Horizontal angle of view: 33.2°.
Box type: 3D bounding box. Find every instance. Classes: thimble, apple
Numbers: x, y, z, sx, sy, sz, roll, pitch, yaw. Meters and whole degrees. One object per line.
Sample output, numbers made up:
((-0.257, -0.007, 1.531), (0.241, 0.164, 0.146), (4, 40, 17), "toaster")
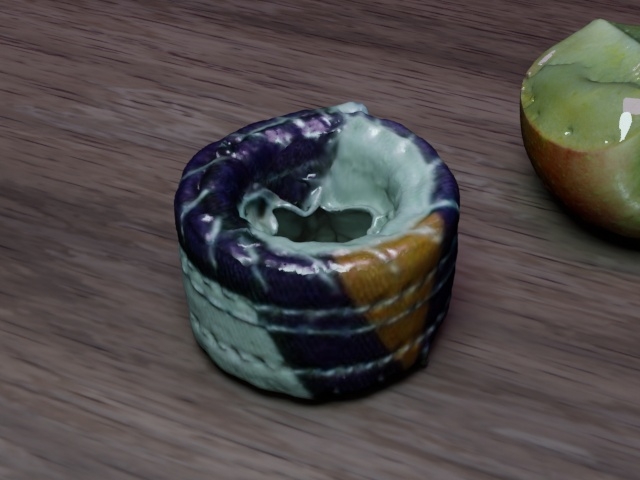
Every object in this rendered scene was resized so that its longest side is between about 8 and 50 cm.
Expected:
((0.000, 0.000, 0.866), (0.237, 0.150, 0.237), (0, 39, 0), "thimble")
((0.284, -0.100, 0.973), (0.207, 0.174, 0.188), (-14, 24, -15), "apple")
